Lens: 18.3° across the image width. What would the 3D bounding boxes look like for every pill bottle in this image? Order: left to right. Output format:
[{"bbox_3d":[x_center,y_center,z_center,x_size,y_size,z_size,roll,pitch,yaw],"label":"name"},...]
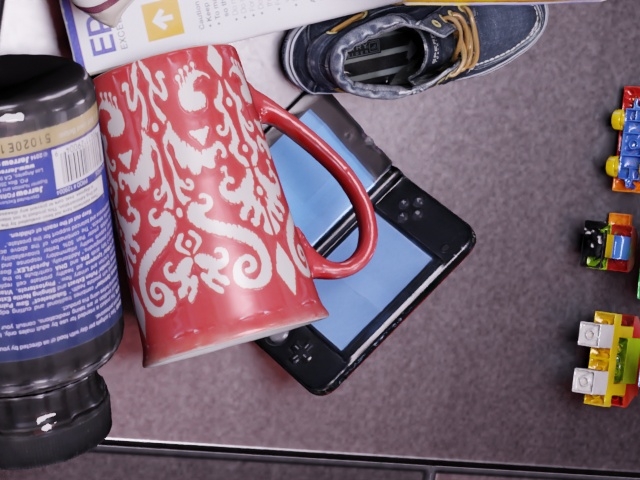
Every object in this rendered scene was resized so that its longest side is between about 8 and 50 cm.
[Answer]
[{"bbox_3d":[-0.177,0.013,1.131,0.123,0.123,0.219,-12,111,-18],"label":"pill bottle"}]

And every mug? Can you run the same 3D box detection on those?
[{"bbox_3d":[-0.059,-0.024,1.170,0.150,0.113,0.169,-13,85,-45],"label":"mug"}]

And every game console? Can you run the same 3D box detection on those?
[{"bbox_3d":[0.000,0.000,1.223,0.144,0.124,0.085,-45,139,-6],"label":"game console"}]

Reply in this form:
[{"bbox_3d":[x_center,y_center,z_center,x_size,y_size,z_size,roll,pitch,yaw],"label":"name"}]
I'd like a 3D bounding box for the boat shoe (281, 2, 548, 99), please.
[{"bbox_3d":[0.074,-0.120,1.219,0.183,0.083,0.065,-15,107,-21],"label":"boat shoe"}]

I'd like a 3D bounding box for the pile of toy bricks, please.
[{"bbox_3d":[0.243,0.010,1.316,0.105,0.118,0.212,7,90,-54],"label":"pile of toy bricks"}]

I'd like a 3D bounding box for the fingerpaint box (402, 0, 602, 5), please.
[{"bbox_3d":[0.210,-0.368,1.109,0.445,0.163,0.371,-26,111,-35],"label":"fingerpaint box"}]

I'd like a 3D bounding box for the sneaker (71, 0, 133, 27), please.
[{"bbox_3d":[-0.080,-0.202,1.096,0.185,0.069,0.084,-46,145,-14],"label":"sneaker"}]

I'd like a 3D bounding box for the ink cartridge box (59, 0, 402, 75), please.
[{"bbox_3d":[-0.023,-0.290,1.154,0.330,0.071,0.324,-14,107,-11],"label":"ink cartridge box"}]
